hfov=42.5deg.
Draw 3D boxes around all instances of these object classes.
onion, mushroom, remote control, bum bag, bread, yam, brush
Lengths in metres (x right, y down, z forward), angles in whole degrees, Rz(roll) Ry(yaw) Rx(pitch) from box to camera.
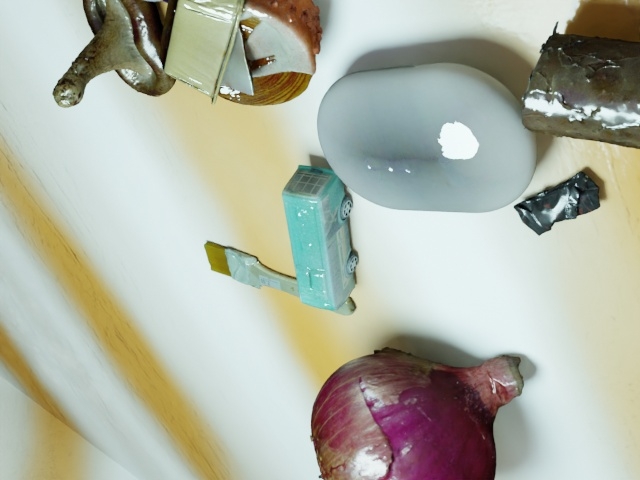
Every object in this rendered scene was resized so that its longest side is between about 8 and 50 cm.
[{"bbox_3d":[0.182,0.314,1.368,0.385,0.348,0.348,-37,100,15],"label":"onion"},{"bbox_3d":[-0.341,-0.294,1.276,0.148,0.217,0.227,0,124,41],"label":"mushroom"},{"bbox_3d":[0.135,-0.133,1.115,0.332,0.103,0.221,3,127,38],"label":"remote control"},{"bbox_3d":[0.317,-0.047,1.097,0.124,0.034,0.058,-27,96,49],"label":"bum bag"},{"bbox_3d":[-0.106,-0.275,1.128,0.211,0.143,0.224,17,148,-9],"label":"bread"},{"bbox_3d":[0.362,-0.157,0.893,0.279,0.131,0.131,15,133,29],"label":"yam"},{"bbox_3d":[-0.082,0.077,1.553,0.336,0.020,0.086,17,134,28],"label":"brush"}]

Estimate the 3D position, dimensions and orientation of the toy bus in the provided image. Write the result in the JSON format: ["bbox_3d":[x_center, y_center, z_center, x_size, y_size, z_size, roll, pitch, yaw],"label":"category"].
[{"bbox_3d":[0.000,0.000,1.353,0.091,0.109,0.262,11,133,24],"label":"toy bus"}]

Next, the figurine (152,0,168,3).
[{"bbox_3d":[-0.247,-0.399,1.172,0.222,0.145,0.145,20,136,25],"label":"figurine"}]
